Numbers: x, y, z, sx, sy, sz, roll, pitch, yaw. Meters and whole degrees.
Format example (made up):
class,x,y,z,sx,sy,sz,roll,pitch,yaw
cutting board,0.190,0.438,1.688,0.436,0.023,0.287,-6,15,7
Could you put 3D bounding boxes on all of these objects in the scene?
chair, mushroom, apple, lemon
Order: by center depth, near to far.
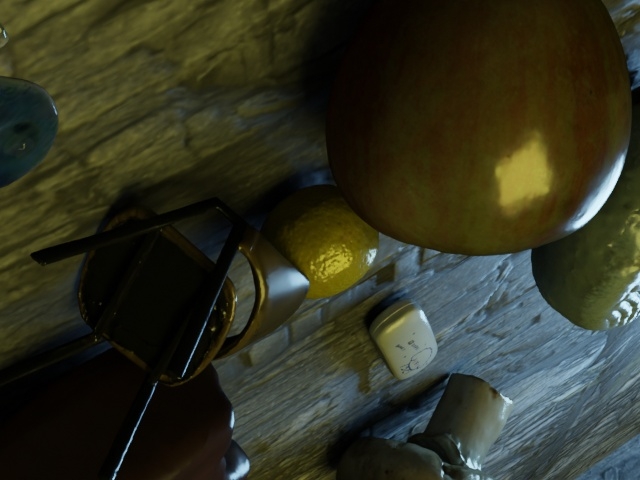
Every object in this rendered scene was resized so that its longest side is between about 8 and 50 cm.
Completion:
class,x,y,z,sx,sy,sz,roll,pitch,yaw
apple,0.128,-0.113,0.877,0.256,0.256,0.234,-18,113,-32
chair,-0.134,0.062,0.898,0.159,0.172,0.247,-56,176,34
lemon,0.000,0.000,1.020,0.133,0.109,0.109,-30,152,3
mushroom,0.180,0.345,1.637,0.290,0.292,0.292,-68,153,-11

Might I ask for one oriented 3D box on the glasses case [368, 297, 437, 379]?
class,x,y,z,sx,sy,sz,roll,pitch,yaw
glasses case,0.112,0.134,1.404,0.076,0.049,0.197,-36,152,-5

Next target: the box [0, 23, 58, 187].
class,x,y,z,sx,sy,sz,roll,pitch,yaw
box,-0.285,-0.100,0.445,0.291,0.206,0.262,-16,146,-37

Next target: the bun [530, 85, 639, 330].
class,x,y,z,sx,sy,sz,roll,pitch,yaw
bun,0.395,-0.047,1.314,0.354,0.194,0.354,-31,150,-20

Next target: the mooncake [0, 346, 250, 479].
class,x,y,z,sx,sy,sz,roll,pitch,yaw
mooncake,-0.208,0.236,1.047,0.334,0.174,0.326,-53,159,12
